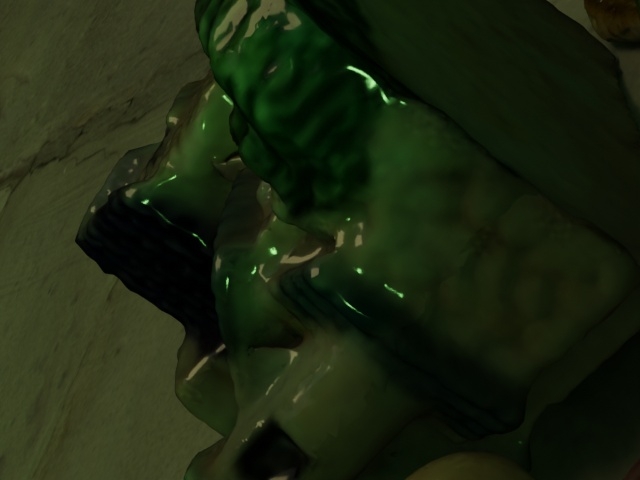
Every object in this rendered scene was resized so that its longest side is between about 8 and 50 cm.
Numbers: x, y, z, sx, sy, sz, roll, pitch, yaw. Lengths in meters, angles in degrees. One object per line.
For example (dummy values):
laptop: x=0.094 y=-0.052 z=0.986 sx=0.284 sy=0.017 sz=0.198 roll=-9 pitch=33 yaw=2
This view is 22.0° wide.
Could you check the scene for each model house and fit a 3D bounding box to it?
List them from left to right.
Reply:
model house: x=0.002 y=0.001 z=0.801 sx=0.284 sy=0.243 sz=0.298 roll=-54 pitch=11 yaw=23

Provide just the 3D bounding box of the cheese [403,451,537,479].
cheese: x=0.019 y=0.176 z=0.575 sx=0.218 sy=0.117 sz=0.235 roll=-34 pitch=-19 yaw=-33

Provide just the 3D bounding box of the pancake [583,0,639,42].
pancake: x=0.196 y=-0.176 z=0.884 sx=0.158 sy=0.028 sz=0.158 roll=-46 pitch=28 yaw=33

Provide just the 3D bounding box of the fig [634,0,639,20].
fig: x=0.218 y=-0.120 z=0.531 sx=0.233 sy=0.233 sz=0.314 roll=-37 pitch=21 yaw=42

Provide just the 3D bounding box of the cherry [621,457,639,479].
cherry: x=0.164 y=0.113 z=0.367 sx=0.239 sy=0.239 sz=0.206 roll=-32 pitch=71 yaw=48
